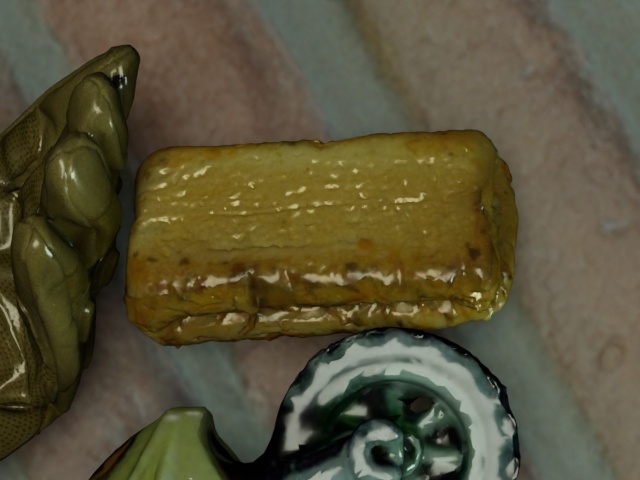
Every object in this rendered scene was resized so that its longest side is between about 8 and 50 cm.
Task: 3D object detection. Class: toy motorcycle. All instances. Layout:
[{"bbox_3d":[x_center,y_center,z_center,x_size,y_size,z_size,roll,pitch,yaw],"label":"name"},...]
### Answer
[{"bbox_3d":[-0.014,0.250,0.900,0.237,0.169,0.410,-2,85,10],"label":"toy motorcycle"}]

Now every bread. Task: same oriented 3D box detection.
[{"bbox_3d":[0.000,0.000,0.950,0.211,0.083,0.114,-3,55,11],"label":"bread"}]

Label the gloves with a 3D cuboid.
[{"bbox_3d":[-0.192,0.029,0.962,0.331,0.141,0.154,-48,54,12],"label":"gloves"}]
